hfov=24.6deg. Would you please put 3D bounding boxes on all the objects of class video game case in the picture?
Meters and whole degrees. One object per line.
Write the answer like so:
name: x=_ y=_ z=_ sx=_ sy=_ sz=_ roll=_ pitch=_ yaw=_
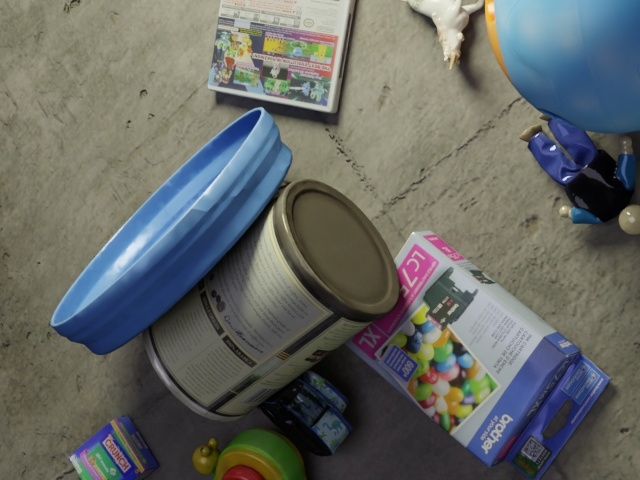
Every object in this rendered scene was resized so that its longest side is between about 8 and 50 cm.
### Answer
video game case: x=-0.053 y=-0.280 z=2.003 sx=0.201 sy=0.023 sz=0.183 roll=13 pitch=99 yaw=26

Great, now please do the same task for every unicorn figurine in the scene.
unicorn figurine: x=0.160 y=-0.298 z=1.873 sx=0.162 sy=0.060 sz=0.111 roll=43 pitch=112 yaw=37

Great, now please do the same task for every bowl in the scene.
bowl: x=-0.187 y=-0.009 z=1.903 sx=0.391 sy=0.391 sz=0.077 roll=-40 pitch=104 yaw=24

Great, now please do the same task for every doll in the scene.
doll: x=0.332 y=-0.082 z=1.791 sx=0.129 sy=0.046 sz=0.189 roll=-47 pitch=71 yaw=23

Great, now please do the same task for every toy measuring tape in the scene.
toy measuring tape: x=-0.026 y=0.330 z=1.968 sx=0.330 sy=0.121 sz=0.121 roll=17 pitch=101 yaw=20

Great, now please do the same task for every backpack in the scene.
backpack: x=-0.011 y=0.229 z=1.958 sx=0.114 sy=0.105 sz=0.084 roll=46 pitch=72 yaw=-10

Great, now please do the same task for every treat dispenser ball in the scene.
treat dispenser ball: x=0.328 y=-0.265 z=1.647 sx=0.288 sy=0.288 sz=0.288 roll=2 pitch=93 yaw=28

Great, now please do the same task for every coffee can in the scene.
coffee can: x=-0.066 y=0.079 z=1.872 sx=0.275 sy=0.201 sz=0.201 roll=-38 pitch=75 yaw=29

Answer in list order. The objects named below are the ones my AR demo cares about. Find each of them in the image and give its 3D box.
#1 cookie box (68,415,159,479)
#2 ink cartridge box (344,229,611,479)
cookie box: x=-0.305 y=0.325 z=2.157 sx=0.107 sy=0.040 sz=0.092 roll=-40 pitch=76 yaw=24
ink cartridge box: x=0.194 y=0.150 z=1.871 sx=0.311 sy=0.065 sz=0.186 roll=39 pitch=110 yaw=19
